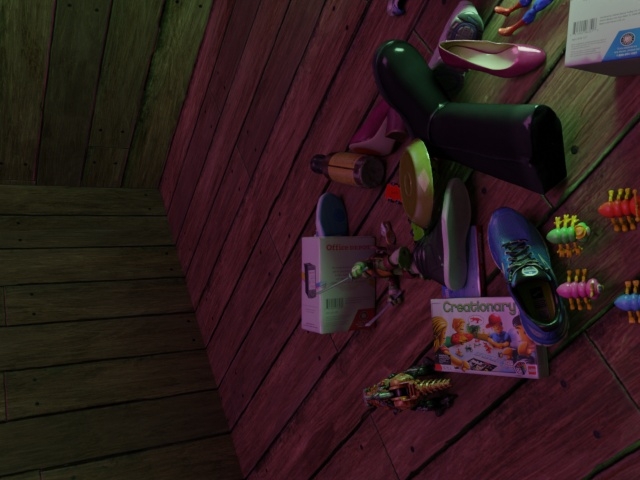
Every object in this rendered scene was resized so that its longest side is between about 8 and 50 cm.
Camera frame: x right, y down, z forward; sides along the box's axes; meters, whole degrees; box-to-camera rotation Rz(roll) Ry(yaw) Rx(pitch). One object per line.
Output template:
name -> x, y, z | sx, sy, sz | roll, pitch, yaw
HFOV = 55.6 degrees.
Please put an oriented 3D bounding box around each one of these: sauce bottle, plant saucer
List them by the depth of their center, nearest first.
plant saucer -> 0.248, -0.150, 1.615 | 0.241, 0.037, 0.241 | 175, 90, -85
sauce bottle -> 0.078, -0.248, 2.057 | 0.344, 0.111, 0.112 | 23, 110, 56

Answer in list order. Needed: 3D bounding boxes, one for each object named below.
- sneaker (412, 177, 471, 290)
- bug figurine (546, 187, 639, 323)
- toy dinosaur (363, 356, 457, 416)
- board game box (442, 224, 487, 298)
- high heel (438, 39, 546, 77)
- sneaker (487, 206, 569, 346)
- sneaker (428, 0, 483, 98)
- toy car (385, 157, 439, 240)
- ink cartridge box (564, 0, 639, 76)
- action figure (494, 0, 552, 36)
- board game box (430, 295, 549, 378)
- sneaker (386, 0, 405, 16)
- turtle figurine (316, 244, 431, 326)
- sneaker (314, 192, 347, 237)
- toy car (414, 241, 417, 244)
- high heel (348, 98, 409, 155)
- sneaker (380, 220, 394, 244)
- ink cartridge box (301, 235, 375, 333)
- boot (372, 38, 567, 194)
sneaker -> 0.315, -0.022, 1.626 | 0.146, 0.104, 0.296 | 13, 106, 52
bug figurine -> 0.583, 0.036, 1.241 | 0.216, 0.072, 0.279 | -13, 80, 35
toy dinosaur -> 0.252, 0.427, 1.689 | 0.321, 0.218, 0.165 | 5, 95, 59
board game box -> 0.385, 0.105, 1.644 | 0.145, 0.027, 0.282 | -8, 84, 57
high heel -> 0.407, -0.450, 1.454 | 0.244, 0.117, 0.082 | 15, 89, 35
sneaker -> 0.468, 0.064, 1.357 | 0.129, 0.147, 0.330 | -21, 66, 10
sneaker -> 0.353, -0.498, 1.628 | 0.297, 0.110, 0.129 | 116, 170, -50
toy car -> 0.284, -0.104, 1.765 | 0.239, 0.053, 0.225 | -37, 53, 53
ink cartridge box -> 0.595, -0.445, 1.151 | 0.171, 0.168, 0.233 | 14, 103, 57
action figure -> 0.489, -0.563, 1.360 | 0.280, 0.139, 0.092 | -20, 75, 54
board game box -> 0.417, 0.239, 1.532 | 0.305, 0.053, 0.193 | -9, 83, 49
sneaker -> 0.242, -0.751, 1.842 | 0.058, 0.052, 0.135 | 22, 117, 46
turtle figurine -> 0.188, 0.129, 1.815 | 0.198, 0.274, 0.266 | 54, 143, -9
sneaker -> 0.000, 0.000, 2.178 | 0.208, 0.127, 0.319 | -16, 76, 56
toy car -> 0.306, 0.040, 1.749 | 0.041, 0.060, 0.122 | 80, 179, -63
high heel -> 0.197, -0.371, 1.861 | 0.377, 0.127, 0.182 | -6, 70, 67
sneaker -> 0.212, -0.020, 1.927 | 0.037, 0.031, 0.083 | 116, 146, -58
ink cartridge box -> 0.059, 0.140, 1.989 | 0.131, 0.226, 0.307 | -2, 88, 57
boot -> 0.346, -0.308, 1.445 | 0.146, 0.367, 0.445 | -44, 33, -6
